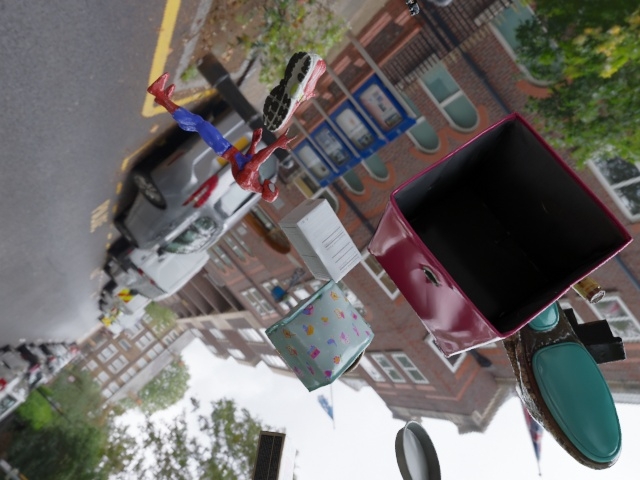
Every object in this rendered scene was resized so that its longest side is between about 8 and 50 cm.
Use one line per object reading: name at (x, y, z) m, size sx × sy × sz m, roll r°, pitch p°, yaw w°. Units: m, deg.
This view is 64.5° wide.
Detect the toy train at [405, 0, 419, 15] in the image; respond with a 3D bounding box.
toy train at (0.266, -0.736, 1.517) m, size 0.036 × 0.027 × 0.158 m, roll -16°, pitch 156°, yaw 21°

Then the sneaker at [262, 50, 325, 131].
sneaker at (-0.074, -0.444, 1.559) m, size 0.118 × 0.107 × 0.279 m, roll -7°, pitch 145°, yaw -51°

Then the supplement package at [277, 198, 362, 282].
supplement package at (0.000, 0.000, 1.653) m, size 0.134 × 0.244 × 0.139 m, roll -42°, pitch -157°, yaw -22°

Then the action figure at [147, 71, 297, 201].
action figure at (-0.153, -0.195, 0.894) m, size 0.139 × 0.280 × 0.091 m, roll -42°, pitch -178°, yaw -4°

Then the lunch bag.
lunch bag at (0.012, 0.258, 1.435) m, size 0.262 × 0.223 × 0.160 m, roll -36°, pitch 177°, yaw -41°

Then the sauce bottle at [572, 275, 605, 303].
sauce bottle at (0.540, 0.079, 1.074) m, size 0.042 × 0.042 × 0.128 m, roll -39°, pitch -136°, yaw 6°

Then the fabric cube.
fabric cube at (0.258, 0.006, 0.826) m, size 0.259 × 0.254 × 0.258 m, roll -33°, pitch 166°, yaw -13°

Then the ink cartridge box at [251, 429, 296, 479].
ink cartridge box at (-0.143, 0.717, 1.573) m, size 0.234 × 0.088 × 0.193 m, roll 79°, pitch 17°, yaw -56°

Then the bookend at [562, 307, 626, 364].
bookend at (0.664, 0.238, 1.294) m, size 0.157 × 0.072 × 0.157 m, roll -17°, pitch -152°, yaw 20°

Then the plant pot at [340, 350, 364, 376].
plant pot at (0.016, 0.316, 1.622) m, size 0.237 × 0.237 × 0.110 m, roll -44°, pitch -174°, yaw -24°

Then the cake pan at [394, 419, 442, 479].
cake pan at (0.378, 0.854, 1.977) m, size 0.054 × 0.293 × 0.293 m, roll -28°, pitch -167°, yaw 27°

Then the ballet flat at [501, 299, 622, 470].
ballet flat at (0.440, 0.215, 1.041) m, size 0.164 × 0.482 × 0.182 m, roll -8°, pitch 153°, yaw -15°
